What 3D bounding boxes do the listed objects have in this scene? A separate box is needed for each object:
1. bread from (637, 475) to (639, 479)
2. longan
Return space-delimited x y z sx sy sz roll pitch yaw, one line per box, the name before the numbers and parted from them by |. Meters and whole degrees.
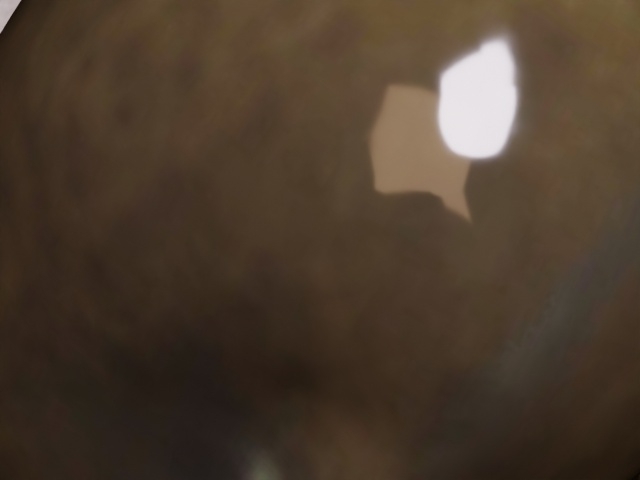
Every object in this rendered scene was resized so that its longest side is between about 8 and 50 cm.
bread | 0.193 0.122 0.613 0.134 0.085 0.173 -6 72 13
longan | 0.000 0.000 0.573 0.350 0.288 0.288 -38 59 47
